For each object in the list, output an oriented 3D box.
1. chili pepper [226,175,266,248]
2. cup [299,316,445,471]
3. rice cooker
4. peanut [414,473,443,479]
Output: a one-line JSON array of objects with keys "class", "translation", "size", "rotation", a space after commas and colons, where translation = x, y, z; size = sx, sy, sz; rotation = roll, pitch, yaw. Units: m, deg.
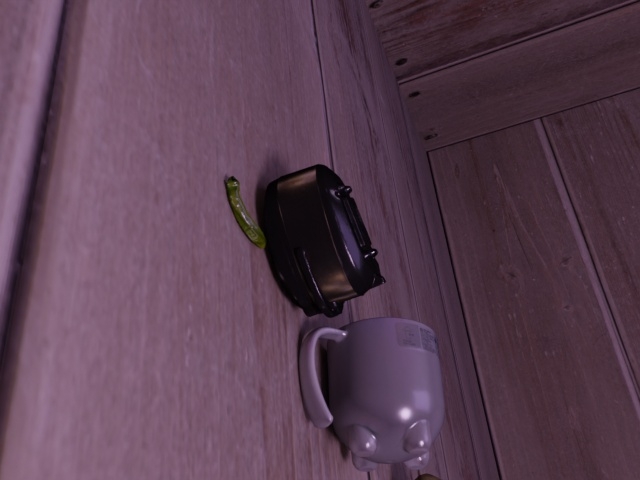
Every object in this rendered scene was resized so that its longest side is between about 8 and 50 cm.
[{"class": "chili pepper", "translation": [-0.072, -0.025, 0.572], "size": [0.030, 0.017, 0.083], "rotation": [-72, 143, -64]}, {"class": "cup", "translation": [0.067, 0.170, 0.650], "size": [0.173, 0.134, 0.141], "rotation": [57, 26, -48]}, {"class": "rice cooker", "translation": [0.000, 0.000, 0.638], "size": [0.165, 0.107, 0.112], "rotation": [64, 13, 3]}, {"class": "peanut", "translation": [0.172, 0.449, 0.779], "size": [0.123, 0.124, 0.256], "rotation": [42, 33, -61]}]
